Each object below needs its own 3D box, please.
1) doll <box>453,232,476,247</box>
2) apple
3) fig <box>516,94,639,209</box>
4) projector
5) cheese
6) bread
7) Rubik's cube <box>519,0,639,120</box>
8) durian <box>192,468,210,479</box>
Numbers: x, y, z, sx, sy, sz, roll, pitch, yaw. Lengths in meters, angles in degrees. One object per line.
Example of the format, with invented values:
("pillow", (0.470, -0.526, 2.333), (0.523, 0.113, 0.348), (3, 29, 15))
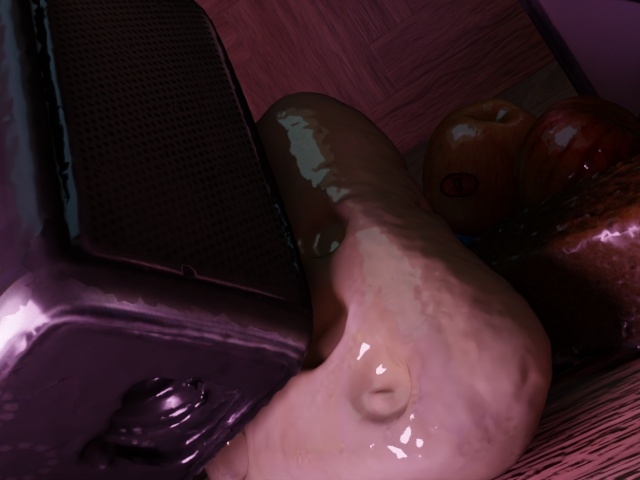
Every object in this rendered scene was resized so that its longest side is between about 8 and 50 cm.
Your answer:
("doll", (0.164, -0.001, 1.173), (0.341, 0.098, 0.346), (-40, 12, -33))
("apple", (0.180, -0.079, 1.045), (0.146, 0.131, 0.146), (-8, 23, 3))
("fig", (0.256, -0.039, 0.922), (0.148, 0.202, 0.149), (3, -1, -20))
("projector", (-0.238, 0.014, 0.797), (0.242, 0.405, 0.395), (15, -49, -37))
("cheese", (0.038, 0.035, 0.743), (0.130, 0.351, 0.328), (15, -13, -33))
("bread", (0.251, -0.001, 0.715), (0.416, 0.113, 0.165), (-28, 8, 47))
("Rubik's cube", (0.437, -0.316, 1.232), (0.310, 0.305, 0.307), (-31, 8, 20))
("durian", (-0.130, 0.179, 0.931), (0.352, 0.169, 0.158), (-43, 6, -6))
